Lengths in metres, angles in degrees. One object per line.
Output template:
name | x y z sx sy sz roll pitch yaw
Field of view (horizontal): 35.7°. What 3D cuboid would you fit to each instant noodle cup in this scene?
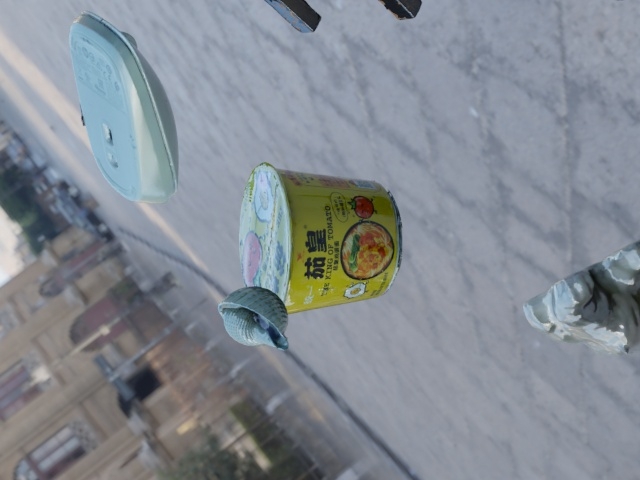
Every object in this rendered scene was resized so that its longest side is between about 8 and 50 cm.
instant noodle cup | 0.000 0.000 1.146 0.182 0.144 0.182 178 90 -67

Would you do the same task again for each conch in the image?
conch | -0.061 0.074 0.997 0.085 0.056 0.076 9 144 29

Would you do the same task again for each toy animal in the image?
toy animal | 0.387 0.068 1.069 0.266 0.308 0.188 -30 83 38

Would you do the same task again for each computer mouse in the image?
computer mouse | -0.253 -0.177 1.351 0.159 0.097 0.288 37 142 37

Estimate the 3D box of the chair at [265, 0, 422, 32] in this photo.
chair | -0.072 -0.403 0.910 0.416 0.240 0.203 28 170 -36
